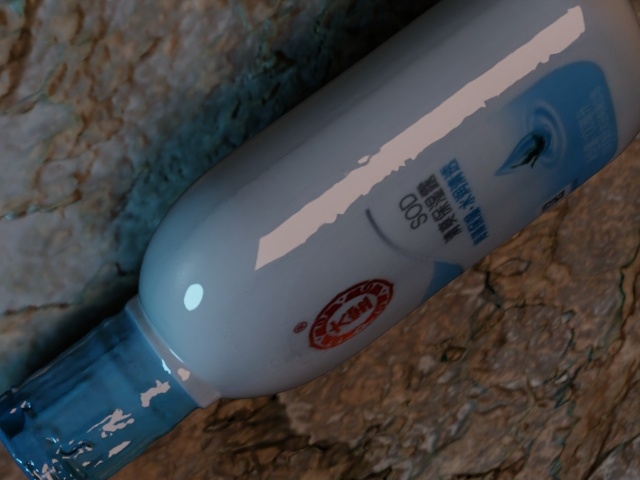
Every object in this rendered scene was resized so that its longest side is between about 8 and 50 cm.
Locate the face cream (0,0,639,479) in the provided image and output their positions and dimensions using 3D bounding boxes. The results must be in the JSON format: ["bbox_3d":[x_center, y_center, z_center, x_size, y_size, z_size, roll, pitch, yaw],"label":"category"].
[{"bbox_3d":[0.000,0.000,0.705,0.336,0.080,0.163,-36,152,-4],"label":"face cream"}]
